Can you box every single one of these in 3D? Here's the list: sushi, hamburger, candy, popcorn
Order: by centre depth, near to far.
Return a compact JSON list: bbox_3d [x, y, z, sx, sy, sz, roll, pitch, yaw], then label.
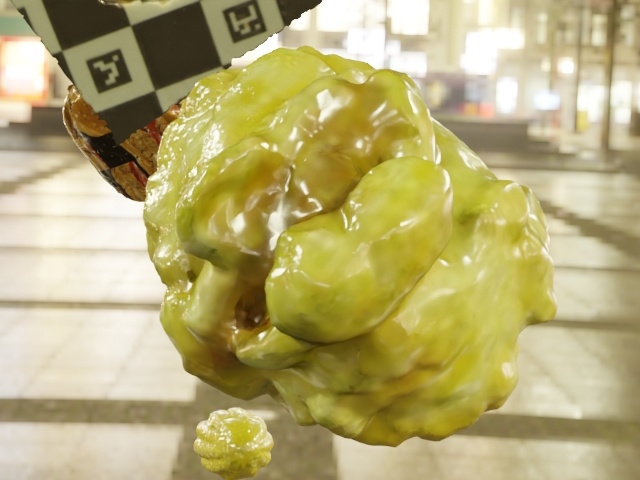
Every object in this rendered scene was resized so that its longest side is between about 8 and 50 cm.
[{"bbox_3d":[0.000,0.000,1.059,0.250,0.242,0.235,28,63,39],"label":"popcorn"},{"bbox_3d":[-0.129,-0.305,1.459,0.339,0.320,0.069,-35,28,4],"label":"sushi"},{"bbox_3d":[-0.112,0.277,2.326,0.106,0.094,0.199,-7,0,-8],"label":"candy"},{"bbox_3d":[-0.237,-0.154,2.362,0.231,0.231,0.107,5,48,29],"label":"hamburger"}]
